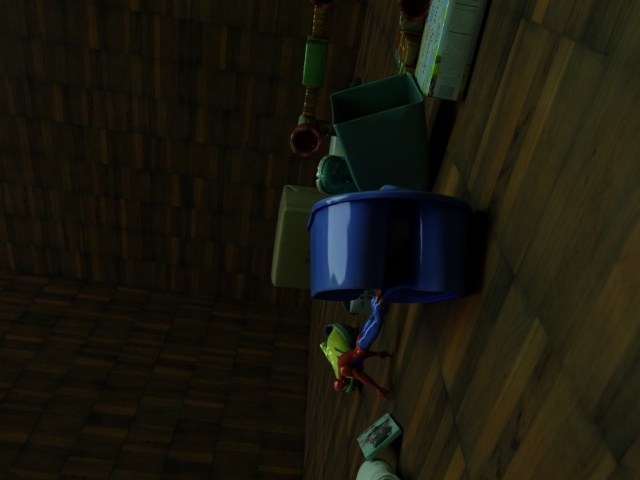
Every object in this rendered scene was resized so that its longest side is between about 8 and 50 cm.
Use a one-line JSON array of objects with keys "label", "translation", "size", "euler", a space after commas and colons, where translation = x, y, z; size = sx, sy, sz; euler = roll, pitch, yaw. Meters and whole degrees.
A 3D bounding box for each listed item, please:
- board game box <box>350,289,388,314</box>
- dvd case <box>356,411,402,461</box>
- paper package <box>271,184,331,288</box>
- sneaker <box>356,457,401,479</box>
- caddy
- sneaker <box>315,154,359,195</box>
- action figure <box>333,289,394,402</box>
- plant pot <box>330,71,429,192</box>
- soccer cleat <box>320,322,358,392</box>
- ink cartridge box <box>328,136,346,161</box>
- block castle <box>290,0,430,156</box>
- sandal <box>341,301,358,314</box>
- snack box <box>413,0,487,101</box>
[{"label": "board game box", "translation": [0.142, 0.002, 1.265], "size": [0.224, 0.097, 0.303], "euler": [-88, 7, -48]}, {"label": "dvd case", "translation": [0.116, 0.392, 1.038], "size": [0.087, 0.013, 0.119], "euler": [-39, -2, -5]}, {"label": "paper package", "translation": [0.000, 0.000, 1.767], "size": [0.168, 0.309, 0.325], "euler": [-96, 13, -57]}, {"label": "sneaker", "translation": [0.086, 0.539, 0.885], "size": [0.169, 0.108, 0.293], "euler": [100, 178, -75]}, {"label": "caddy", "translation": [0.101, 0.003, 0.828], "size": [0.341, 0.241, 0.179], "euler": [120, 151, -79]}, {"label": "sneaker", "translation": [0.091, -0.159, 1.333], "size": [0.275, 0.110, 0.107], "euler": [2, -84, -50]}, {"label": "action figure", "translation": [0.133, 0.226, 1.119], "size": [0.280, 0.139, 0.091], "euler": [-59, 5, 9]}, {"label": "plant pot", "translation": [0.133, -0.180, 1.039], "size": [0.165, 0.165, 0.234], "euler": [-92, -15, -55]}, {"label": "soccer cleat", "translation": [0.057, 0.358, 1.586], "size": [0.289, 0.121, 0.093], "euler": [-90, 9, -63]}, {"label": "ink cartridge box", "translation": [0.119, -0.304, 1.684], "size": [0.171, 0.168, 0.233], "euler": [124, 154, -80]}, {"label": "block castle", "translation": [0.095, -0.422, 1.302], "size": [0.213, 0.302, 0.453], "euler": [-90, 7, -57]}, {"label": "sandal", "translation": [0.122, 0.133, 1.559], "size": [0.060, 0.090, 0.219], "euler": [48, 126, 56]}, {"label": "snack box", "translation": [0.229, -0.369, 0.921], "size": [0.174, 0.070, 0.207], "euler": [-88, 5, -64]}]
